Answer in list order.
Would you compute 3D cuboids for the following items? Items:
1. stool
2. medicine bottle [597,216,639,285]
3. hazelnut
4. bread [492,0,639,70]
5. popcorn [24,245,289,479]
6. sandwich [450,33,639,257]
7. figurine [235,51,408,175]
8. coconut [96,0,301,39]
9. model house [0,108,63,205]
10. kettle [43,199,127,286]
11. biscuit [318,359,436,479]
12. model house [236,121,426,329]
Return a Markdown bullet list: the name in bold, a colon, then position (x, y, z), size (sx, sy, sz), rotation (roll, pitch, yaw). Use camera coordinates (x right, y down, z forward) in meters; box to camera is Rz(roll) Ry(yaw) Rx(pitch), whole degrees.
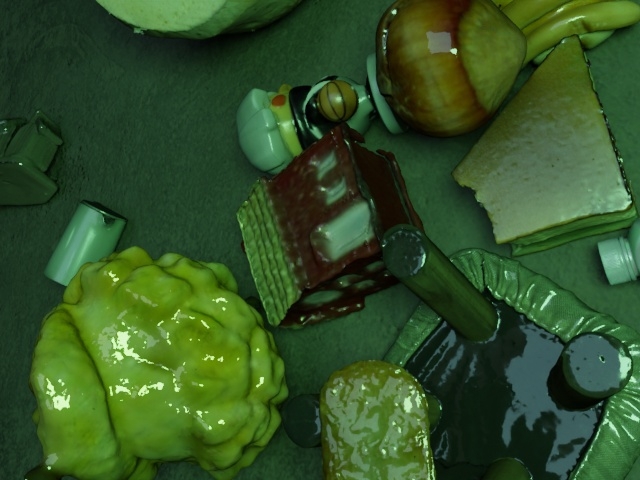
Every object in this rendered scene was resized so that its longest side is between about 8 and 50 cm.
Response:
- **stool**: position (0.169, 0.175, 0.711), size (0.310, 0.226, 0.310), rotation (33, 98, 32)
- **medicine bottle**: position (0.371, 0.010, 0.715), size (0.118, 0.055, 0.074), rotation (-19, 103, 26)
- **hazelnut**: position (0.154, -0.216, 0.785), size (0.182, 0.182, 0.182), rotation (-7, 75, 29)
- **bread**: position (0.272, -0.376, 0.837), size (0.172, 0.121, 0.311), rotation (-23, 69, 27)
- **popcorn**: position (-0.224, 0.192, 0.843), size (0.349, 0.382, 0.349), rotation (12, 124, 19)
- **sandwich**: position (0.257, -0.105, 0.790), size (0.186, 0.108, 0.220), rotation (-17, 73, 26)
- **figurine**: position (-0.008, -0.172, 0.929), size (0.236, 0.176, 0.133), rotation (-16, 86, 22)
- **coconut**: position (-0.159, -0.508, 0.995), size (0.404, 0.404, 0.405), rotation (-7, 75, 29)
- **model house**: position (-0.627, -0.176, 1.327), size (0.229, 0.122, 0.188), rotation (-4, 63, 15)
- **kettle**: position (-0.417, 0.009, 1.182), size (0.098, 0.127, 0.148), rotation (25, 89, 0)
- **biscuit**: position (0.055, 0.238, 0.619), size (0.118, 0.029, 0.247), rotation (-10, 74, 23)
- **model house**: position (0.000, 0.000, 0.890), size (0.254, 0.160, 0.196), rotation (-31, 64, 29)
